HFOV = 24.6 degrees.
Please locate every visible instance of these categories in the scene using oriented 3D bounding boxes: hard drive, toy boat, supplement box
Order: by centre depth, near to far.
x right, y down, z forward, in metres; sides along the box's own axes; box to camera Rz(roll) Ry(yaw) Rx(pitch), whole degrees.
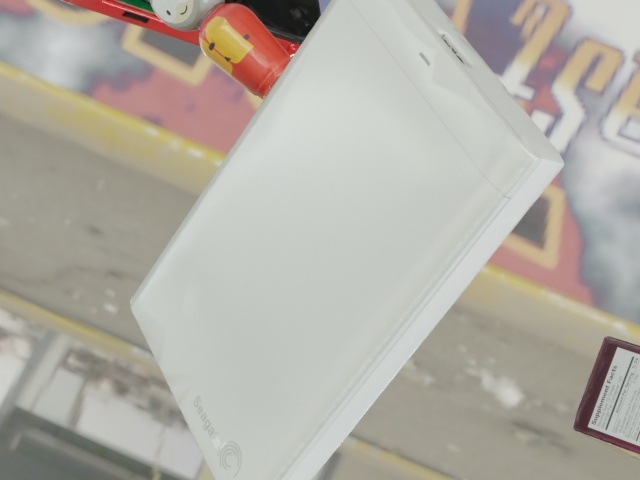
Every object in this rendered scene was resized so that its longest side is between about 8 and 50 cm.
[{"bbox_3d":[0.000,0.000,0.919,0.040,0.307,0.203,11,-144,-42],"label":"hard drive"},{"bbox_3d":[0.303,0.146,1.114,0.188,0.081,0.104,17,173,38],"label":"supplement box"},{"bbox_3d":[0.002,-0.277,1.279,0.148,0.318,0.267,45,177,7],"label":"toy boat"}]

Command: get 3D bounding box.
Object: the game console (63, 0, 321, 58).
[{"bbox_3d":[-0.159,-0.368,1.523,0.060,0.342,0.386,-27,153,38],"label":"game console"}]
